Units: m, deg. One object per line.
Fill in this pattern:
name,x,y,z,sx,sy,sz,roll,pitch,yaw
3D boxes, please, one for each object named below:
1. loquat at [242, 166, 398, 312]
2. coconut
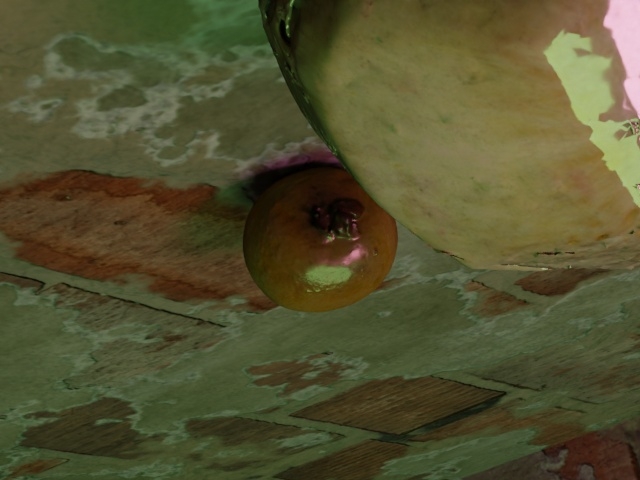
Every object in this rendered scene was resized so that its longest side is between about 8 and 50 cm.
loquat,0.000,0.000,1.332,0.163,0.137,0.163,4,153,2
coconut,0.138,-0.149,0.872,0.353,0.352,0.352,-10,157,-4
